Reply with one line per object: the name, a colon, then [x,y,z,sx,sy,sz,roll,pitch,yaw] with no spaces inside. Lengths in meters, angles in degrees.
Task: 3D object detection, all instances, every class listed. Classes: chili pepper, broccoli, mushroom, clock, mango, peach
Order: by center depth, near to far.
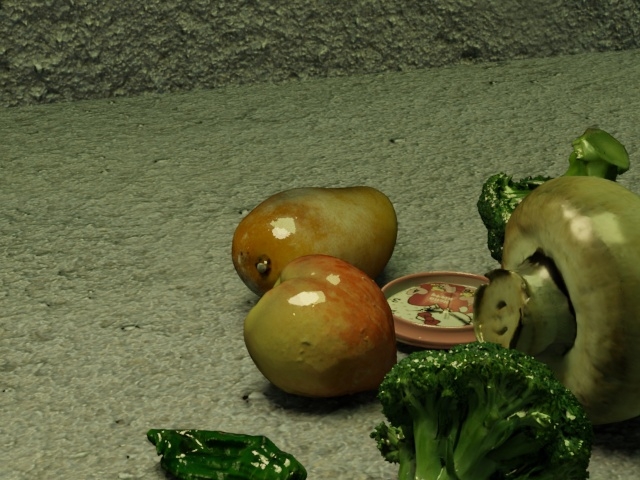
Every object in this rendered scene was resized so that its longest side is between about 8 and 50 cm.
broccoli: [0.187,0.237,1.481,0.269,0.261,0.241,39,57,4]
chili pepper: [-0.110,0.282,1.575,0.257,0.074,0.100,6,17,35]
mushroom: [0.346,0.081,1.673,0.260,0.352,0.352,-3,19,-21]
peach: [0.010,0.137,1.805,0.232,0.232,0.232,-2,20,1]
clock: [0.202,0.115,2.000,0.244,0.056,0.244,0,21,0]
broccoli: [0.416,-0.032,2.069,0.297,0.297,0.297,18,41,-16]
mango: [0.000,0.000,2.125,0.221,0.199,0.384,9,22,30]
